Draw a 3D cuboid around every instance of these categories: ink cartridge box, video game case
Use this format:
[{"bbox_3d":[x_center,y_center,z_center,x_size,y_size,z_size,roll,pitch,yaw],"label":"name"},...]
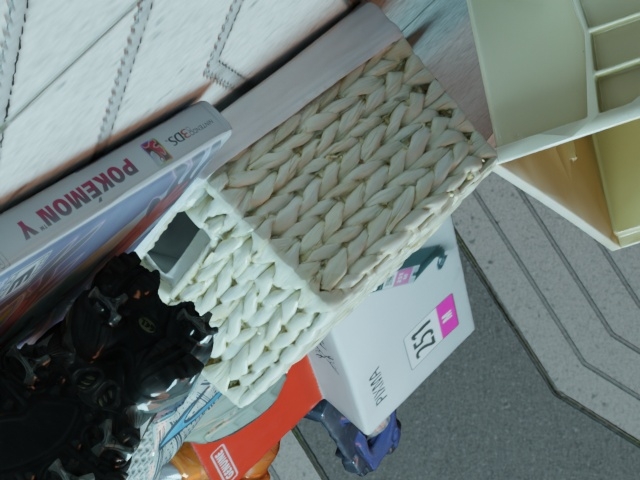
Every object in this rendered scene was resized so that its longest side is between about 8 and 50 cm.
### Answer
[{"bbox_3d":[0.001,0.068,1.418,0.239,0.060,0.275,-45,152,-15],"label":"ink cartridge box"},{"bbox_3d":[-0.136,0.039,0.781,0.201,0.023,0.183,-48,175,32],"label":"video game case"}]

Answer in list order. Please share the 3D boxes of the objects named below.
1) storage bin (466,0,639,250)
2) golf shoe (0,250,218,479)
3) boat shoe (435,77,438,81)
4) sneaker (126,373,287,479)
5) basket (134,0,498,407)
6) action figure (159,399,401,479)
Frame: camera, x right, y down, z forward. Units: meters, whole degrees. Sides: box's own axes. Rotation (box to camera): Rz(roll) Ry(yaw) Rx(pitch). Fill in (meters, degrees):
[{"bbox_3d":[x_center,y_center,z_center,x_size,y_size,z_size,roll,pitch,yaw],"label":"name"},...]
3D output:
[{"bbox_3d":[0.250,-0.109,1.166,0.260,0.123,0.262,-17,162,20],"label":"storage bin"},{"bbox_3d":[-0.111,0.080,0.738,0.094,0.077,0.198,-46,174,29],"label":"golf shoe"},{"bbox_3d":[0.000,0.000,1.220,0.258,0.089,0.109,-47,175,25],"label":"boat shoe"},{"bbox_3d":[-0.103,0.065,0.992,0.283,0.110,0.122,-43,158,-51],"label":"sneaker"},{"bbox_3d":[-0.008,-0.016,0.917,0.167,0.103,0.113,-42,176,-42],"label":"basket"},{"bbox_3d":[-0.066,0.112,1.604,0.330,0.178,0.341,-49,148,-23],"label":"action figure"}]
